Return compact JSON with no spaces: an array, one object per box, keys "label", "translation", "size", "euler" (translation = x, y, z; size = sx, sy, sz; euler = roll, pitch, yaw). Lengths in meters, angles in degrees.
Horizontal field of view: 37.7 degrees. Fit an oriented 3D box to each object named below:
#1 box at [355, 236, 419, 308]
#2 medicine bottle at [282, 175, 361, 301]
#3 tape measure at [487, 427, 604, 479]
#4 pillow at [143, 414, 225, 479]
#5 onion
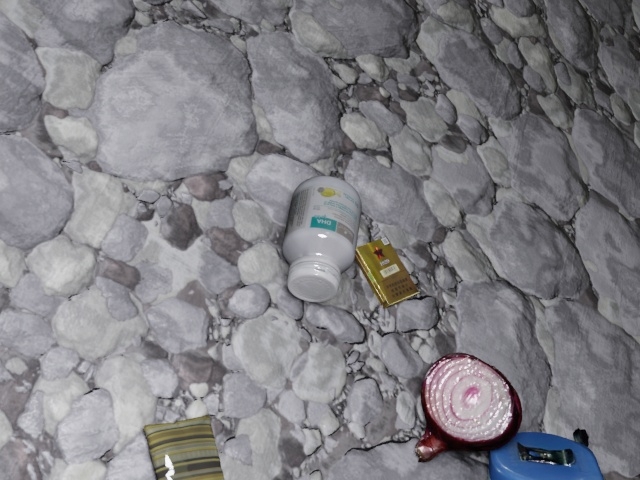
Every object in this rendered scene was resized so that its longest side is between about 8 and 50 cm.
[{"label":"box","translation":[0.128,0.062,1.843],"size":[0.090,0.023,0.133],"euler":[-20,75,-42]},{"label":"medicine bottle","translation":[0.000,0.000,1.719],"size":[0.135,0.135,0.215],"euler":[25,51,-19]},{"label":"tape measure","translation":[0.417,0.405,1.746],"size":[0.215,0.098,0.351],"euler":[4,15,5]},{"label":"pillow","translation":[-0.196,0.369,1.424],"size":[0.113,0.038,0.204],"euler":[-3,63,-32]},{"label":"onion","translation":[0.254,0.320,1.700],"size":[0.195,0.140,0.218],"euler":[38,87,22]}]
